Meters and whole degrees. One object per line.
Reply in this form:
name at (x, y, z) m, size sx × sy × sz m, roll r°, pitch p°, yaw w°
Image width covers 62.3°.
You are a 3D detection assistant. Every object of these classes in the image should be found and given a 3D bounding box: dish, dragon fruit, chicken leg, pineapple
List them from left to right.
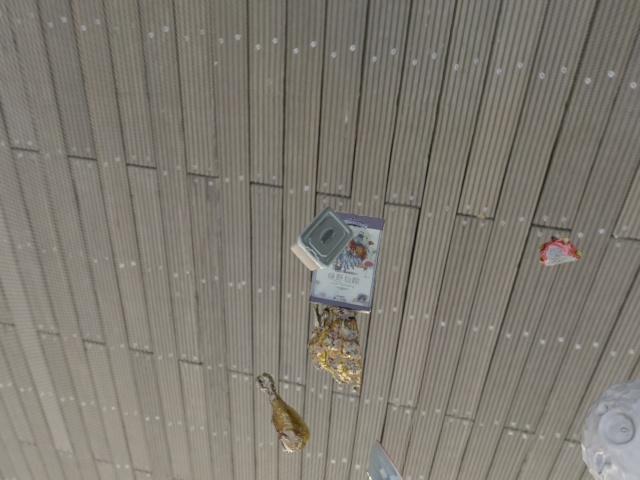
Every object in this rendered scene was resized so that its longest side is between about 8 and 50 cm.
chicken leg at (-0.113, 0.485, 1.514) m, size 0.087 × 0.252 × 0.107 m, roll -29°, pitch 152°, yaw -11°
pineapple at (0.039, 0.282, 1.511) m, size 0.158 × 0.161 × 0.335 m, roll 1°, pitch 95°, yaw 1°
dish at (0.204, 0.741, 1.598) m, size 0.085 × 0.260 × 0.260 m, roll -28°, pitch 114°, yaw -9°
dragon fruit at (0.525, 0.019, 1.173) m, size 0.083 × 0.060 × 0.056 m, roll -16°, pitch 150°, yaw 35°

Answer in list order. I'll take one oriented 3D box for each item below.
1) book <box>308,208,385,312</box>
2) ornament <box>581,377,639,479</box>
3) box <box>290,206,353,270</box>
book at (0.061, 0.049, 1.274) m, size 0.157 × 0.026 × 0.231 m, roll 9°, pitch 92°, yaw 14°
ornament at (0.795, 0.493, 1.255) m, size 0.336 × 0.337 × 0.337 m, roll 6°, pitch 122°, yaw 11°
box at (0.000, 0.000, 1.096) m, size 0.089 × 0.122 × 0.062 m, roll 47°, pitch 145°, yaw -8°
